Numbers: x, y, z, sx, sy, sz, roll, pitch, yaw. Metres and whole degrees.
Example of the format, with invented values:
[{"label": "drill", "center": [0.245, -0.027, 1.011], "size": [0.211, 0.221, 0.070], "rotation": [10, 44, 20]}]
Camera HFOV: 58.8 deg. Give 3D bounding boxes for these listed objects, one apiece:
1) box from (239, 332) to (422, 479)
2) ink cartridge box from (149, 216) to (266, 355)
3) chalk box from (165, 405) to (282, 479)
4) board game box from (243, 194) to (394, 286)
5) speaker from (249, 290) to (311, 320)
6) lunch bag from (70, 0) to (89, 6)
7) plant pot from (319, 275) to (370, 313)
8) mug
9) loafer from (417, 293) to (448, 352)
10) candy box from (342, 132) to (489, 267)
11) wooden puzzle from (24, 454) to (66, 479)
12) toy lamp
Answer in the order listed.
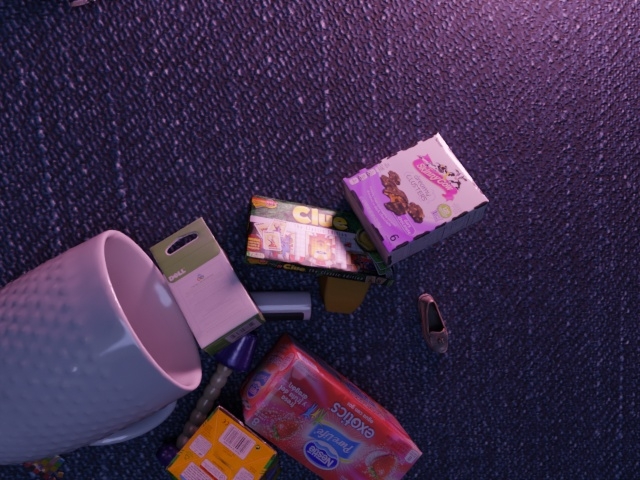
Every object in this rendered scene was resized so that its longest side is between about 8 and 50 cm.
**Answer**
[{"label": "box", "center": [0.013, 0.323, 1.026], "size": [0.300, 0.154, 0.142], "rotation": [41, 90, -16]}, {"label": "ink cartridge box", "center": [-0.193, 0.077, 0.969], "size": [0.109, 0.062, 0.209], "rotation": [-32, 68, -5]}, {"label": "chalk box", "center": [-0.157, 0.401, 0.976], "size": [0.132, 0.213, 0.132], "rotation": [32, 62, 18]}, {"label": "board game box", "center": [0.000, 0.000, 0.993], "size": [0.259, 0.136, 0.030], "rotation": [9, 139, -13]}, {"label": "speaker", "center": [-0.087, 0.118, 1.023], "size": [0.136, 0.055, 0.055], "rotation": [1, 99, -12]}, {"label": "lunch bag", "center": [-0.395, -0.509, 0.834], "size": [0.243, 0.115, 0.303], "rotation": [-3, 98, -14]}, {"label": "plant pot", "center": [0.037, 0.085, 1.033], "size": [0.081, 0.081, 0.083], "rotation": [9, 110, -13]}, {"label": "mug", "center": [-0.376, 0.211, 0.891], "size": [0.328, 0.276, 0.374], "rotation": [-28, 134, -1]}, {"label": "loafer", "center": [0.220, 0.166, 1.101], "size": [0.045, 0.039, 0.125], "rotation": [-22, 102, -8]}, {"label": "candy box", "center": [0.163, -0.073, 0.995], "size": [0.196, 0.070, 0.165], "rotation": [-27, 66, -7]}, {"label": "wooden puzzle", "center": [-0.488, 0.393, 1.007], "size": [0.083, 0.006, 0.049], "rotation": [44, 88, -14]}, {"label": "toy lamp", "center": [-0.196, 0.277, 1.015], "size": [0.080, 0.080, 0.275], "rotation": [28, 95, -14]}]
